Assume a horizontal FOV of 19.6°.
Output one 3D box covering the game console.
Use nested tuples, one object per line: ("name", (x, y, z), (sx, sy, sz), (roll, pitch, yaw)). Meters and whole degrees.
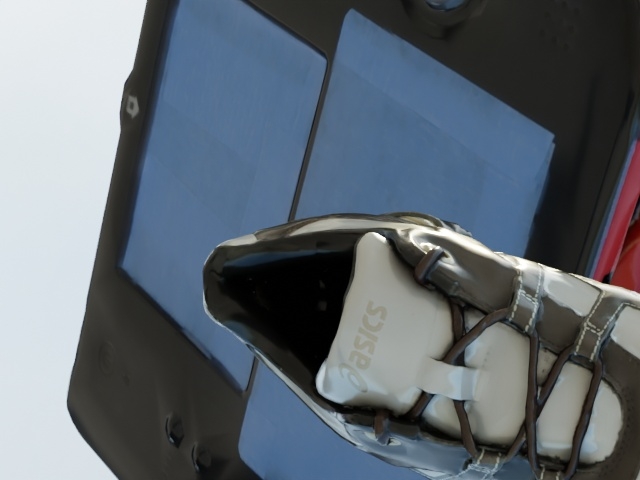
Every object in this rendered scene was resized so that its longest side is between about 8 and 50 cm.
("game console", (0.000, 0.000, 0.842), (0.342, 0.060, 0.386), (36, -59, 41))

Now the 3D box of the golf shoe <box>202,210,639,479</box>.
("golf shoe", (0.049, 0.041, 0.454), (0.198, 0.094, 0.077), (17, -86, 44))
